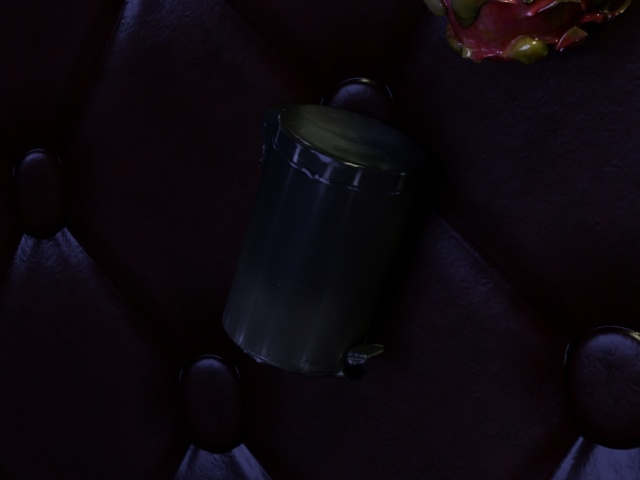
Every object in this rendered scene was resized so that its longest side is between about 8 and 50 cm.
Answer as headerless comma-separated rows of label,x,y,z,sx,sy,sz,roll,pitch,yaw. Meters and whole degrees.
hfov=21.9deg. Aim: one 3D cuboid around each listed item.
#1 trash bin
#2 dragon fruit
trash bin,0.000,0.000,2.128,0.252,0.203,0.301,28,115,25
dragon fruit,0.241,-0.345,1.871,0.307,0.243,0.227,-46,30,-5
